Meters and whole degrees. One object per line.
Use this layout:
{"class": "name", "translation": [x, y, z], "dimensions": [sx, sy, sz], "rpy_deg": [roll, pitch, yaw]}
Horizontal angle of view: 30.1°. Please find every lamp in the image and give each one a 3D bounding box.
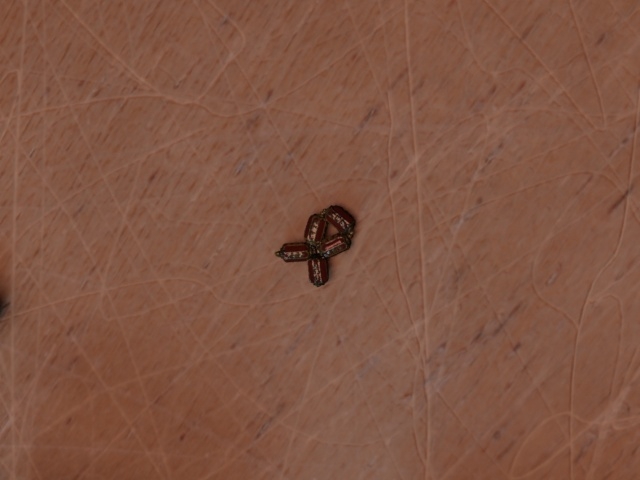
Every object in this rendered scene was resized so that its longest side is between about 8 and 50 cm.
{"class": "lamp", "translation": [0.000, 0.000, 1.239], "dimensions": [0.063, 0.031, 0.083], "rpy_deg": [37, 99, 7]}
